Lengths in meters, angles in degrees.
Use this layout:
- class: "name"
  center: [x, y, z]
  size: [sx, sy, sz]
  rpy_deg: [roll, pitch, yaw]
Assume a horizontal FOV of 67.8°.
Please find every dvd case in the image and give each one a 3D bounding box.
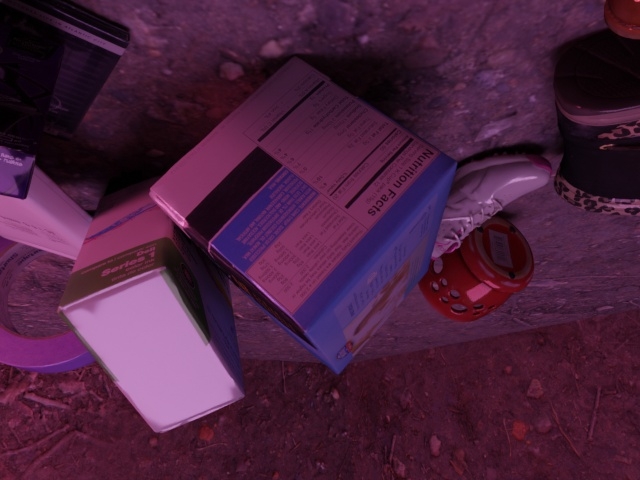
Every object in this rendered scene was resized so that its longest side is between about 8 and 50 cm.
- class: "dvd case"
  center: [-0.323, -0.188, 0.504]
  size: [0.165, 0.018, 0.221]
  rpy_deg: [16, 152, -37]

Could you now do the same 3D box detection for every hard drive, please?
- class: "hard drive"
  center: [-0.422, -0.078, 0.584]
  size: [0.233, 0.047, 0.353]
  rpy_deg: [15, 156, 14]

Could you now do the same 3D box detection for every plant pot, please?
- class: "plant pot"
  center: [0.320, 0.052, 0.969]
  size: [0.191, 0.191, 0.174]
  rpy_deg: [7, 151, -23]

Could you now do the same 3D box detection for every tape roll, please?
- class: "tape roll"
  center: [-0.462, 0.086, 0.831]
  size: [0.275, 0.274, 0.090]
  rpy_deg: [1, 158, -11]

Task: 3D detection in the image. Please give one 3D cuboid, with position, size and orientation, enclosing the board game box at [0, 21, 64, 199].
- class: "board game box"
  center: [-0.375, -0.146, 0.317]
  size: [0.347, 0.208, 0.056]
  rpy_deg: [14, 121, -32]

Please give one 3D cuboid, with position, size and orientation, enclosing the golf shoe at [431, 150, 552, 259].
- class: "golf shoe"
  center: [0.225, -0.042, 0.783]
  size: [0.306, 0.140, 0.115]
  rpy_deg: [-19, 152, 32]

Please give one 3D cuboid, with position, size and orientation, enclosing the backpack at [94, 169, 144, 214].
- class: "backpack"
  center: [-0.268, -0.026, 0.789]
  size: [0.182, 0.115, 0.152]
  rpy_deg: [13, 153, -34]

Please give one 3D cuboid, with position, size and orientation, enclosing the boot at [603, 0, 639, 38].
- class: "boot"
  center: [0.292, -0.261, 0.269]
  size: [0.284, 0.109, 0.220]
  rpy_deg: [-23, 152, 36]

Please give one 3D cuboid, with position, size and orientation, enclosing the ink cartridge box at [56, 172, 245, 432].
- class: "ink cartridge box"
  center: [-0.198, 0.059, 0.610]
  size: [0.117, 0.278, 0.201]
  rpy_deg: [-23, 121, -3]

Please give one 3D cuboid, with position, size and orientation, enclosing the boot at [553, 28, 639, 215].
- class: "boot"
  center: [0.473, -0.139, 0.565]
  size: [0.378, 0.138, 0.284]
  rpy_deg: [-6, 157, 18]

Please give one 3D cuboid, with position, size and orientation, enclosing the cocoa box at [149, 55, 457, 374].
- class: "cocoa box"
  center: [0.000, 0.000, 0.619]
  size: [0.228, 0.231, 0.347]
  rpy_deg: [39, 168, 19]
